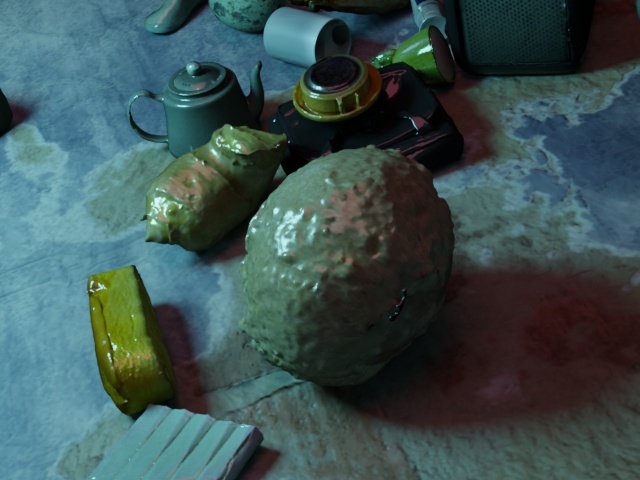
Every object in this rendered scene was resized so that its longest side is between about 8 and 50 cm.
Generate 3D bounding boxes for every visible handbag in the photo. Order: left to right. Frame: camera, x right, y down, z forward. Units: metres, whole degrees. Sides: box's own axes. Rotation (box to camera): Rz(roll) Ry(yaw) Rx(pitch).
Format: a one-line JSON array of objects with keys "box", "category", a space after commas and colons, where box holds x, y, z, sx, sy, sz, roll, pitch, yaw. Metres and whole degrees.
[{"box": [0.066, -0.170, 1.797, 0.275, 0.088, 0.244, -18, 42, -6], "category": "handbag"}]

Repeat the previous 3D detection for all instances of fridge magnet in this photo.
[{"box": [0.025, -0.238, 1.770, 0.143, 0.063, 0.143, -8, 47, 9], "category": "fridge magnet"}]

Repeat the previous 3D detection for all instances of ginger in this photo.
[{"box": [-0.162, -0.082, 1.714, 0.138, 0.152, 0.267, 40, 79, 17], "category": "ginger"}]

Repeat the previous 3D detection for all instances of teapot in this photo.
[{"box": [-0.204, -0.230, 1.899, 0.239, 0.149, 0.162, -14, 39, -1], "category": "teapot"}]

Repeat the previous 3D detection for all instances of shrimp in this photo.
[{"box": [0.046, -0.462, 2.118, 0.294, 0.062, 0.154, -12, 34, -42], "category": "shrimp"}]

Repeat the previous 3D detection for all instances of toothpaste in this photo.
[{"box": [0.187, -0.450, 2.101, 0.061, 0.096, 0.266, -48, 30, 25], "category": "toothpaste"}]

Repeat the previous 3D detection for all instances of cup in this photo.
[{"box": [-0.014, -0.353, 2.050, 0.133, 0.136, 0.099, 20, 84, 37], "category": "cup"}]

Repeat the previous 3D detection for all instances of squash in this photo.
[{"box": [0.148, -0.296, 1.930, 0.132, 0.105, 0.105, -16, 35, 24], "category": "squash"}]

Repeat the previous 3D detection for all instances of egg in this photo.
[{"box": [-0.144, -0.466, 2.183, 0.172, 0.132, 0.132, 6, 41, 42], "category": "egg"}, {"box": [0.033, 0.026, 1.414, 0.279, 0.279, 0.310, 25, 71, 39], "category": "egg"}]

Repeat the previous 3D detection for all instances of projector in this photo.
[{"box": [0.332, -0.542, 1.903, 0.242, 0.405, 0.395, 2, 41, 20], "category": "projector"}]

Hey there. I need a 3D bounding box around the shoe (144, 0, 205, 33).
[{"box": [-0.292, -0.492, 2.306, 0.079, 0.078, 0.195, 14, 43, 31], "category": "shoe"}]

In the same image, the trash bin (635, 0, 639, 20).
[{"box": [0.633, -0.342, 1.714, 0.277, 0.217, 0.262, -24, 39, -3], "category": "trash bin"}]

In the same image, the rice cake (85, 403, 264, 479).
[{"box": [-0.189, 0.284, 1.351, 0.189, 0.037, 0.198, 7, 44, 25], "category": "rice cake"}]

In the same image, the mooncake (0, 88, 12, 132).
[{"box": [-0.656, -0.251, 2.096, 0.175, 0.168, 0.104, -14, 38, 57], "category": "mooncake"}]

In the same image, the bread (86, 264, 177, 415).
[{"box": [-0.259, 0.128, 1.516, 0.094, 0.102, 0.245, -18, 40, -7], "category": "bread"}]
